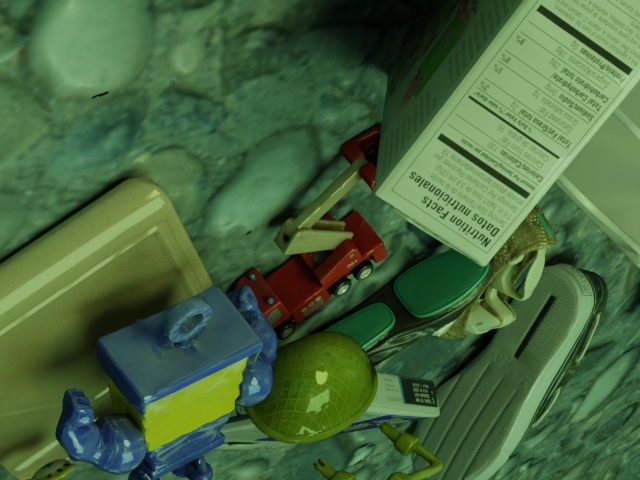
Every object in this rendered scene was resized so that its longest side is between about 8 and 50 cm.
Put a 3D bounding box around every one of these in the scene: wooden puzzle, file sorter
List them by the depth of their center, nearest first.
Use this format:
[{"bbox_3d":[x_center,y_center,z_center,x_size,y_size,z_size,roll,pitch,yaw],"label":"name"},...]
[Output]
[{"bbox_3d":[-0.186,0.071,1.066,0.221,0.044,0.238,-35,148,-9],"label":"wooden puzzle"},{"bbox_3d":[0.282,-0.154,1.150,0.278,0.193,0.173,-45,149,9],"label":"file sorter"}]

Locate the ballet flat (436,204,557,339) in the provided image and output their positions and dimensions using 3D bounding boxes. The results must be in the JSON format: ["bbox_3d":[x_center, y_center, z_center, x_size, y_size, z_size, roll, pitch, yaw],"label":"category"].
[{"bbox_3d":[0.183,0.051,1.463,0.073,0.067,0.206,-17,146,-39],"label":"ballet flat"}]

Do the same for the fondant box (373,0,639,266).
[{"bbox_3d":[0.169,-0.174,0.938,0.330,0.096,0.238,-52,-168,23],"label":"fondant box"}]

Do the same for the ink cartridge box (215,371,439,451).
[{"bbox_3d":[-0.022,0.168,1.366,0.208,0.045,0.206,-17,163,28],"label":"ink cartridge box"}]

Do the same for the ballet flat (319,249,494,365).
[{"bbox_3d":[0.081,0.076,1.372,0.203,0.074,0.074,-31,152,-4],"label":"ballet flat"}]

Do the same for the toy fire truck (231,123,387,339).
[{"bbox_3d":[0.000,0.000,1.179,0.192,0.047,0.135,-37,152,-5],"label":"toy fire truck"}]

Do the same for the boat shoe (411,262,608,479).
[{"bbox_3d":[0.236,0.173,1.654,0.119,0.121,0.335,4,128,-48],"label":"boat shoe"}]

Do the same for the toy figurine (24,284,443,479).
[{"bbox_3d":[-0.068,0.124,1.047,0.362,0.191,0.217,-23,140,-29],"label":"toy figurine"}]
